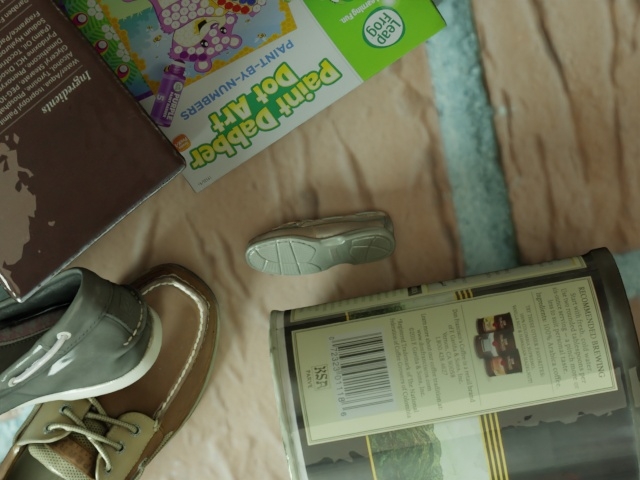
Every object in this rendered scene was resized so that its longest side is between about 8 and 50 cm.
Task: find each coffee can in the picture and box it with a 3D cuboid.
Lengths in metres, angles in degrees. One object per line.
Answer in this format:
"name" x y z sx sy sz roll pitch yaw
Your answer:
"coffee can" 0.112 0.128 1.426 0.275 0.201 0.201 -10 100 3

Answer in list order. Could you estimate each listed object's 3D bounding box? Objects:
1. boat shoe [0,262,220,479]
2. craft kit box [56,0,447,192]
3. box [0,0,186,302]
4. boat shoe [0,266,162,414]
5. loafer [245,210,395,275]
"boat shoe" -0.189 0.167 1.479 0.123 0.116 0.324 32 99 -5
"craft kit box" -0.068 -0.202 1.413 0.250 0.061 0.246 -34 117 7
"box" -0.239 -0.086 1.378 0.167 0.168 0.203 -40 101 -9
"boat shoe" -0.288 0.101 1.439 0.335 0.112 0.095 -22 138 21
"loafer" 0.000 0.000 1.492 0.125 0.039 0.045 -6 133 5
